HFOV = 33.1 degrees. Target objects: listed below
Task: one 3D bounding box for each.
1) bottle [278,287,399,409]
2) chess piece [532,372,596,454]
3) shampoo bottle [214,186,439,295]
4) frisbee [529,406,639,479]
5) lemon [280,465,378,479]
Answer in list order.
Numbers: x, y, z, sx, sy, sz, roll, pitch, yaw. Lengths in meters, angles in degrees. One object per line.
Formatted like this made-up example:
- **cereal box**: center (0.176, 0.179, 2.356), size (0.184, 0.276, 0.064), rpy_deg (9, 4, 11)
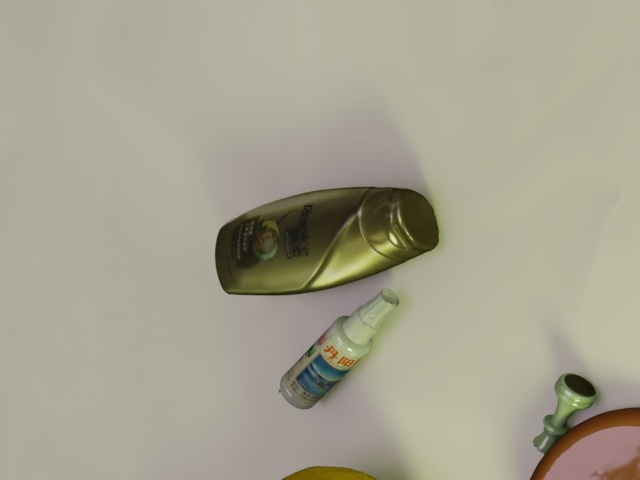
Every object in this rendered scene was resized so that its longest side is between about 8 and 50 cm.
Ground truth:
- **bottle**: center (0.025, 0.132, 1.343), size (0.217, 0.060, 0.060), rpy_deg (-51, 53, 36)
- **chess piece**: center (0.245, 0.183, 1.104), size (0.042, 0.042, 0.093), rpy_deg (48, 129, 38)
- **shampoo bottle**: center (0.000, 0.000, 1.359), size (0.350, 0.084, 0.126), rpy_deg (-11, 79, 48)
- **frisbee**: center (0.295, 0.282, 1.012), size (0.251, 0.021, 0.251), rpy_deg (-13, 69, 37)
- **lemon**: center (0.020, 0.363, 1.235), size (0.260, 0.204, 0.204), rpy_deg (17, 102, 49)
